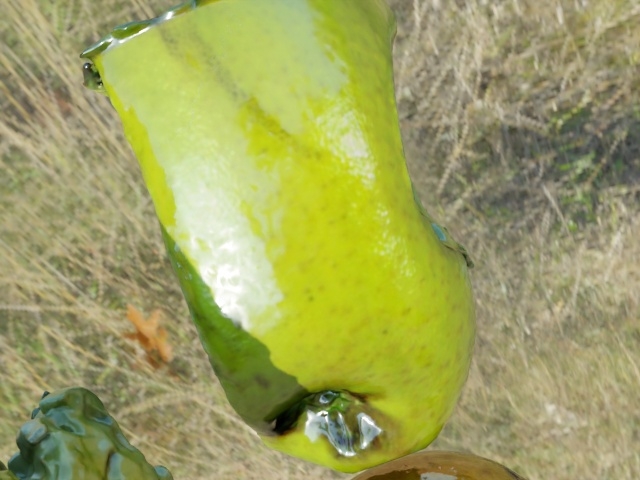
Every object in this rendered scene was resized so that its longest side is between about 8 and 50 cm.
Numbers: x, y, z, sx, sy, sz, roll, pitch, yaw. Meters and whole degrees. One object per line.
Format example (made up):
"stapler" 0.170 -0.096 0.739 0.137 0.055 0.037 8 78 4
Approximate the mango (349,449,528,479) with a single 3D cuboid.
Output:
"mango" 0.065 0.189 0.726 0.178 0.090 0.115 -21 80 -21

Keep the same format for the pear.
"pear" 0.000 0.000 0.650 0.164 0.238 0.255 -20 81 3

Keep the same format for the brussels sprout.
"brussels sprout" -0.105 0.144 0.488 0.100 0.181 0.139 -28 13 7
